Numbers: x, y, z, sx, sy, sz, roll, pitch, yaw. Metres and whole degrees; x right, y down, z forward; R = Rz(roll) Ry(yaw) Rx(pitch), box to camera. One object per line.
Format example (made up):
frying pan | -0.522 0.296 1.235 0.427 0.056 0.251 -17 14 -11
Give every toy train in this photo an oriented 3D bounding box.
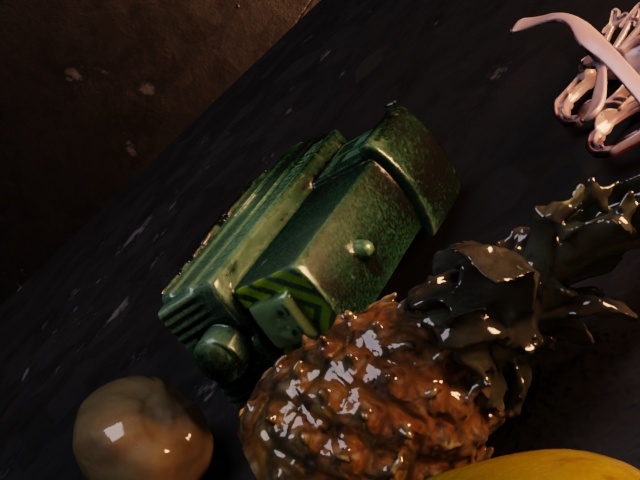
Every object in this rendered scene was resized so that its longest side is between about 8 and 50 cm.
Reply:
toy train | 0.000 0.000 0.941 0.178 0.138 0.330 -24 20 39

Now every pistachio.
pistachio | -0.176 0.196 0.977 0.136 0.136 0.226 -52 14 -20

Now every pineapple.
pineapple | 0.094 0.064 0.640 0.310 0.170 0.141 -39 62 5

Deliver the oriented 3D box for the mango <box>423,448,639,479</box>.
mango | 0.082 0.178 0.490 0.251 0.114 0.156 -36 27 62

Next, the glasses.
glasses | 0.259 -0.164 0.848 0.162 0.095 0.255 -33 23 10

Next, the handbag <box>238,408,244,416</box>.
handbag | -0.037 0.159 0.899 0.061 0.027 0.083 -41 24 2
